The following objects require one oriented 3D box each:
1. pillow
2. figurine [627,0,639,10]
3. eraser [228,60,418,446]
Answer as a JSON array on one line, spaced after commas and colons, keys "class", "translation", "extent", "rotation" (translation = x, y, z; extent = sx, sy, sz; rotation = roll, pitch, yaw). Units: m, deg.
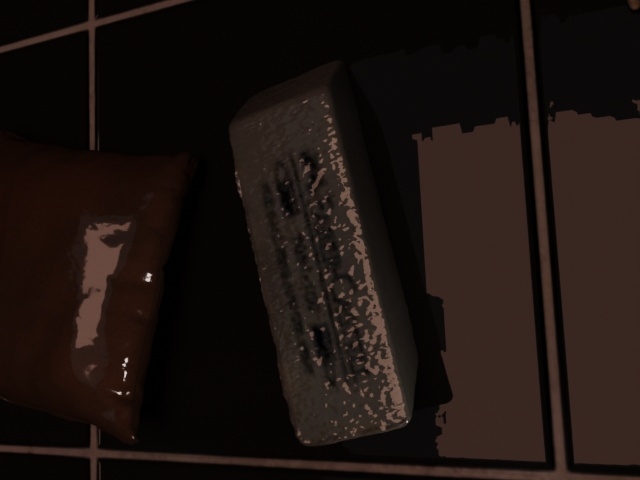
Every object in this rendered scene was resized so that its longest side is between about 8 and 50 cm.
[{"class": "pillow", "translation": [-0.293, 0.033, 0.757], "extent": [0.307, 0.108, 0.306], "rotation": [10, 84, 23]}, {"class": "figurine", "translation": [0.268, -0.230, 0.553], "extent": [0.047, 0.050, 0.084], "rotation": [-1, 85, 19]}, {"class": "eraser", "translation": [0.000, 0.000, 0.639], "extent": [0.111, 0.077, 0.353], "rotation": [-18, 77, 23]}]
